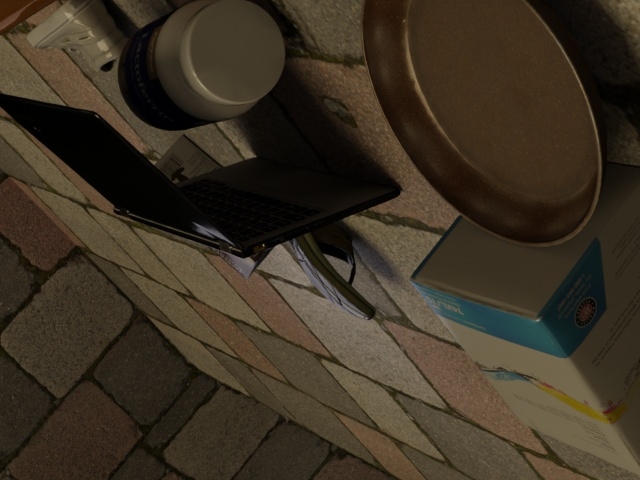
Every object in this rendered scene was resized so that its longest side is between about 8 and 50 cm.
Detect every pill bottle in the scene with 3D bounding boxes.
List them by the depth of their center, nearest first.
[{"bbox_3d":[-0.152,-0.224,1.513,0.153,0.153,0.264,46,162,-18],"label":"pill bottle"}]

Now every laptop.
[{"bbox_3d":[-0.177,-0.132,1.622,0.382,0.408,0.236,18,123,54],"label":"laptop"}]

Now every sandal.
[{"bbox_3d":[-0.001,-0.001,1.901,0.303,0.086,0.120,55,170,2],"label":"sandal"}]

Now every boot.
[{"bbox_3d":[-0.381,-0.312,1.885,0.123,0.095,0.258,51,161,-15],"label":"boot"}]

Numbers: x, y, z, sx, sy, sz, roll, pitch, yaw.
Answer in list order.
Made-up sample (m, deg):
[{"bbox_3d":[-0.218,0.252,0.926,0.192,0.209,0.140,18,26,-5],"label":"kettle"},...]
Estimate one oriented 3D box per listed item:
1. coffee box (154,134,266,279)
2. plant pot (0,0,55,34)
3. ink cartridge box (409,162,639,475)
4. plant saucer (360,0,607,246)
[{"bbox_3d":[-0.188,-0.057,2.123,0.246,0.098,0.141,40,164,1],"label":"coffee box"},{"bbox_3d":[-0.457,-0.389,1.691,0.205,0.188,0.205,36,163,13],"label":"plant pot"},{"bbox_3d":[0.276,0.074,1.260,0.197,0.198,0.270,17,151,53],"label":"ink cartridge box"},{"bbox_3d":[0.157,-0.138,1.117,0.310,0.050,0.310,43,152,29],"label":"plant saucer"}]
